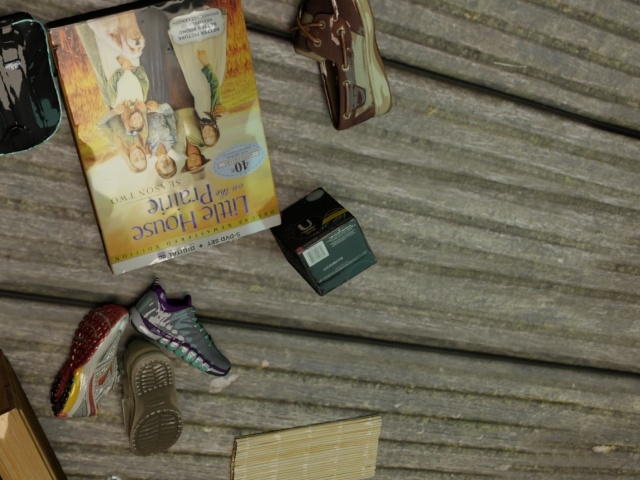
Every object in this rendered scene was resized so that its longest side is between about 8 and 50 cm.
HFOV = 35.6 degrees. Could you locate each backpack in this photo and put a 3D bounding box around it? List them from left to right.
[{"bbox_3d":[-0.464,-0.223,1.444,0.165,0.144,0.189,-21,112,-21],"label":"backpack"}]

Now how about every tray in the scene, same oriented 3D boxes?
[{"bbox_3d":[-0.476,0.402,1.683,0.076,0.203,0.411,-23,119,-14],"label":"tray"}]

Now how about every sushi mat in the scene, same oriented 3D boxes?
[{"bbox_3d":[-0.028,0.439,2.002,0.316,0.019,0.152,-6,115,-21],"label":"sushi mat"}]

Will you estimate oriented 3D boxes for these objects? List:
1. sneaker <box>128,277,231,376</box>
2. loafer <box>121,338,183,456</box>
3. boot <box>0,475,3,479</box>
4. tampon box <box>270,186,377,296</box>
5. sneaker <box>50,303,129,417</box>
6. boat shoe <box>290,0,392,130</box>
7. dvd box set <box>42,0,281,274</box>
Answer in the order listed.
[{"bbox_3d":[-0.228,0.157,1.756,0.223,0.083,0.098,36,90,-31],"label":"sneaker"},{"bbox_3d":[-0.302,0.277,1.774,0.101,0.092,0.269,-8,131,-21],"label":"loafer"},{"bbox_3d":[-0.676,0.344,1.652,0.229,0.091,0.263,-27,116,-4],"label":"boot"},{"bbox_3d":[0.000,0.000,1.735,0.120,0.161,0.101,-32,121,-9],"label":"tampon box"},{"bbox_3d":[-0.383,0.207,1.717,0.092,0.088,0.225,16,112,-37],"label":"sneaker"},{"bbox_3d":[0.014,-0.334,1.622,0.123,0.123,0.342,-28,127,-11],"label":"boat shoe"},{"bbox_3d":[-0.244,-0.177,1.610,0.307,0.062,0.421,-17,118,-16],"label":"dvd box set"}]
